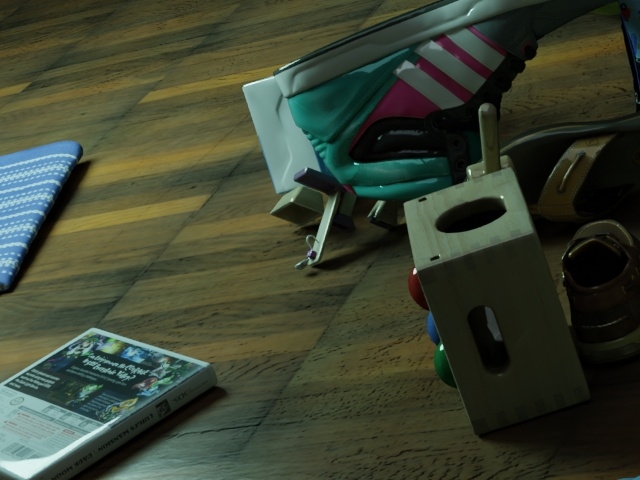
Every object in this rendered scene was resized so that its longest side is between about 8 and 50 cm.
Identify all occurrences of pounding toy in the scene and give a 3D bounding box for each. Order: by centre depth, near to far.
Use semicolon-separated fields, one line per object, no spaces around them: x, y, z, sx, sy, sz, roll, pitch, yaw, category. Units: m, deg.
0.102;0.002;1.359;0.094;0.181;0.206;-19;21;5;pounding toy

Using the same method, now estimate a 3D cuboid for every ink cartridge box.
0.018;-0.115;1.799;0.060;0.104;0.180;-14;6;38;ink cartridge box

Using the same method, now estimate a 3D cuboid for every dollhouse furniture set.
0.000;0.000;1.701;0.114;0.091;0.081;154;135;-69;dollhouse furniture set

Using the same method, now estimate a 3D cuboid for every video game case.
-0.197;0.131;1.541;0.173;0.022;0.190;-32;23;-27;video game case

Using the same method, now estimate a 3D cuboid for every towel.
-0.385;-0.002;2.031;0.243;0.040;0.336;-13;24;13;towel

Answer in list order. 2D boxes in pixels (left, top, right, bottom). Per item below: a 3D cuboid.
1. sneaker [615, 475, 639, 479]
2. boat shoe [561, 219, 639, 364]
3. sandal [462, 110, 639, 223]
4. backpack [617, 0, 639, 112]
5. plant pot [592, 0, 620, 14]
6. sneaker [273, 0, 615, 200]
0.179;0.207;0.889;0.208;0.127;0.319;-18;21;27;sneaker
0.201;0.021;1.391;0.064;0.060;0.178;-15;21;13;boat shoe
0.213;-0.047;1.550;0.219;0.090;0.060;-12;43;4;sandal
0.321;-0.188;1.641;0.117;0.173;0.158;0;28;42;backpack
0.260;-0.359;2.043;0.276;0.276;0.254;-23;32;-8;plant pot
0.127;-0.111;1.610;0.296;0.178;0.124;-20;7;14;sneaker
